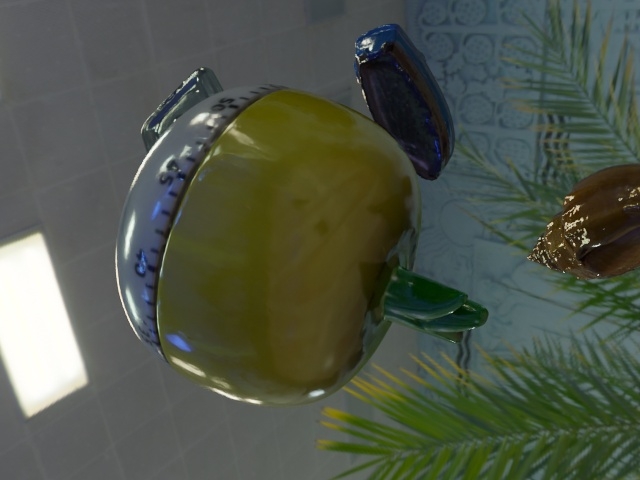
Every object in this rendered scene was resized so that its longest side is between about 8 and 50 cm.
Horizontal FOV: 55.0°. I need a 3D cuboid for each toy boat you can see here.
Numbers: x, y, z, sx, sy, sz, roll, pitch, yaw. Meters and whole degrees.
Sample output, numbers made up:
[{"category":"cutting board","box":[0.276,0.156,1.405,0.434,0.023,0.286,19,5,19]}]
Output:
[{"category":"toy boat","box":[0.118,-0.180,0.820,0.223,0.100,0.097,56,-144,-30]}]

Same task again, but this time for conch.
[{"category":"conch","box":[0.286,-0.036,0.539,0.109,0.330,0.093,9,-116,-16]}]

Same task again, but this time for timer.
[{"category":"timer","box":[0.005,0.022,0.503,0.285,0.285,0.286,-23,-60,-46]}]

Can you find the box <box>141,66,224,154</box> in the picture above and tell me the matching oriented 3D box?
[{"category":"box","box":[-0.174,-0.141,0.945,0.162,0.227,0.130,-41,-38,15]}]
